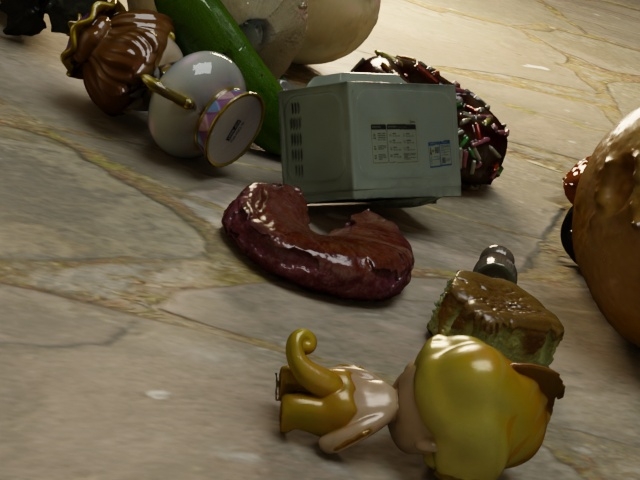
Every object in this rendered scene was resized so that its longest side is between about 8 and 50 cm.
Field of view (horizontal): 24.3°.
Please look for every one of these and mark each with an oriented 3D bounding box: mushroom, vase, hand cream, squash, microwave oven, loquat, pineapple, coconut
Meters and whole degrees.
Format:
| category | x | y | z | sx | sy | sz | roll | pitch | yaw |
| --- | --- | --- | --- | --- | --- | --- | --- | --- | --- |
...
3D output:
| category | x | y | z | sx | sy | sz | roll | pitch | yaw |
| --- | --- | --- | --- | --- | --- | --- | --- | --- | --- |
| mushroom | -0.041 | -0.443 | 2.299 | 0.314 | 0.336 | 0.314 | 10 | 25 | -5 |
| vase | 0.203 | 0.038 | 1.725 | 0.053 | 0.053 | 0.100 | 22 | 17 | 3 |
| hand cream | -0.067 | -0.232 | 2.180 | 0.057 | 0.037 | 0.165 | 16 | 15 | -14 |
| squash | -0.118 | -0.224 | 1.886 | 0.292 | 0.082 | 0.082 | 54 | 19 | -9 |
| microwave oven | 0.060 | -0.119 | 1.803 | 0.122 | 0.162 | 0.208 | -4 | 0 | 42 |
| loquat | 0.445 | -0.015 | 1.706 | 0.328 | 0.328 | 0.328 | 18 | 21 | -7 |
| pineapple | -0.375 | -0.378 | 2.032 | 0.223 | 0.223 | 0.357 | 6 | 38 | -33 |
| coconut | -0.139 | -0.313 | 2.027 | 0.239 | 0.239 | 0.244 | 9 | 24 | -28 |

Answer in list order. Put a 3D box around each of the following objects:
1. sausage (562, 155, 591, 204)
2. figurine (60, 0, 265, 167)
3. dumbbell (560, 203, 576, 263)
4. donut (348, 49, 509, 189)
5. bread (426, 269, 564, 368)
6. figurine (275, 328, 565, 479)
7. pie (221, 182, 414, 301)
| category | x | y | z | sx | sy | sz | roll | pitch | yaw |
| --- | --- | --- | --- | --- | --- | --- | --- | --- | --- |
| sausage | 0.478 | -0.046 | 2.061 | 0.102 | 0.102 | 0.330 | 2 | 15 | -41 |
| figurine | -0.197 | -0.196 | 1.794 | 0.263 | 0.142 | 0.189 | 34 | 0 | 24 |
| dumbbell | 0.379 | -0.012 | 1.947 | 0.099 | 0.099 | 0.208 | 34 | 23 | 31 |
| donut | 0.149 | -0.173 | 2.089 | 0.270 | 0.103 | 0.269 | 28 | 18 | -10 |
| bread | 0.179 | 0.086 | 1.559 | 0.140 | 0.069 | 0.128 | 6 | 24 | -36 |
| figurine | 0.086 | 0.140 | 1.283 | 0.246 | 0.131 | 0.156 | 3 | 44 | -10 |
| pie | 0.000 | 0.000 | 1.626 | 0.219 | 0.054 | 0.204 | 16 | 21 | -12 |
